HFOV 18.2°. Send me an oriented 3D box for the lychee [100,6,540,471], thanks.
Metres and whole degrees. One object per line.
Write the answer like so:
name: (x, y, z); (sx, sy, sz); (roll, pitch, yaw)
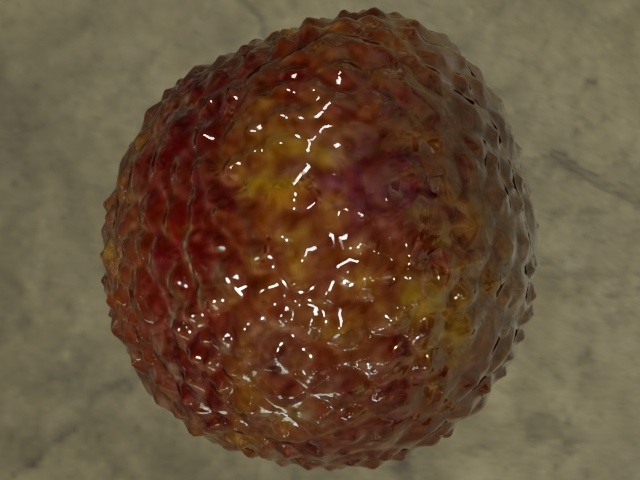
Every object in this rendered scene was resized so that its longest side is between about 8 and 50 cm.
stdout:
lychee: (0.000, 0.000, 1.127); (0.261, 0.260, 0.260); (-6, 79, 30)
